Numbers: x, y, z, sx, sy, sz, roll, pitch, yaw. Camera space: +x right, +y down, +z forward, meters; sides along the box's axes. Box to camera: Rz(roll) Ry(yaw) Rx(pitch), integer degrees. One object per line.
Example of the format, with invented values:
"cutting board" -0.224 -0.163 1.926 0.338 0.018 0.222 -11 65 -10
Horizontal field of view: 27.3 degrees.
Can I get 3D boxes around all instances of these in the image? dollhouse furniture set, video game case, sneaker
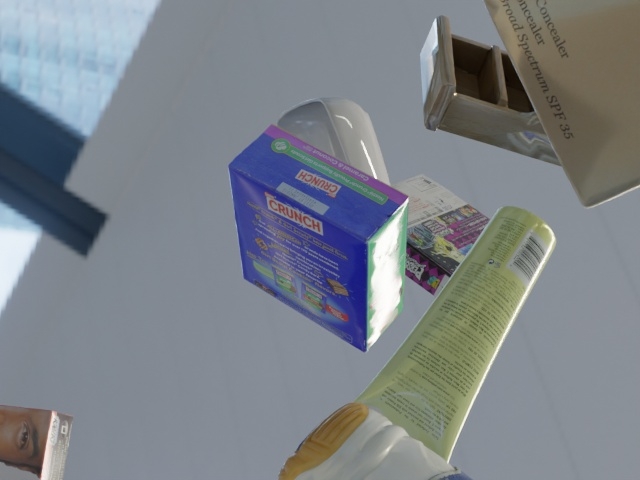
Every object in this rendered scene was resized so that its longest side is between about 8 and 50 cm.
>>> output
"dollhouse furniture set" 0.305 -0.297 1.534 0.362 0.256 0.394 -88 -164 -52
"video game case" 0.155 0.000 1.684 0.210 0.232 0.042 36 -65 18
"sneaker" 0.049 0.227 0.755 0.131 0.112 0.296 25 -36 28

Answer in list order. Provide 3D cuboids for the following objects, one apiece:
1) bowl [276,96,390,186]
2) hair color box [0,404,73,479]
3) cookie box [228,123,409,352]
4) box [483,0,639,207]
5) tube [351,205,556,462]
"bowl" 0.019 -0.073 1.305 0.142 0.053 0.142 -11 -84 67
"hair color box" -0.326 0.200 1.250 0.053 0.167 0.093 46 49 -71
"cookie box" 0.000 0.000 0.725 0.092 0.040 0.107 30 -30 21
"box" 0.247 -0.143 0.651 0.311 0.121 0.148 -30 -95 46
"tube" 0.117 0.076 1.105 0.070 0.062 0.240 12 -124 37
